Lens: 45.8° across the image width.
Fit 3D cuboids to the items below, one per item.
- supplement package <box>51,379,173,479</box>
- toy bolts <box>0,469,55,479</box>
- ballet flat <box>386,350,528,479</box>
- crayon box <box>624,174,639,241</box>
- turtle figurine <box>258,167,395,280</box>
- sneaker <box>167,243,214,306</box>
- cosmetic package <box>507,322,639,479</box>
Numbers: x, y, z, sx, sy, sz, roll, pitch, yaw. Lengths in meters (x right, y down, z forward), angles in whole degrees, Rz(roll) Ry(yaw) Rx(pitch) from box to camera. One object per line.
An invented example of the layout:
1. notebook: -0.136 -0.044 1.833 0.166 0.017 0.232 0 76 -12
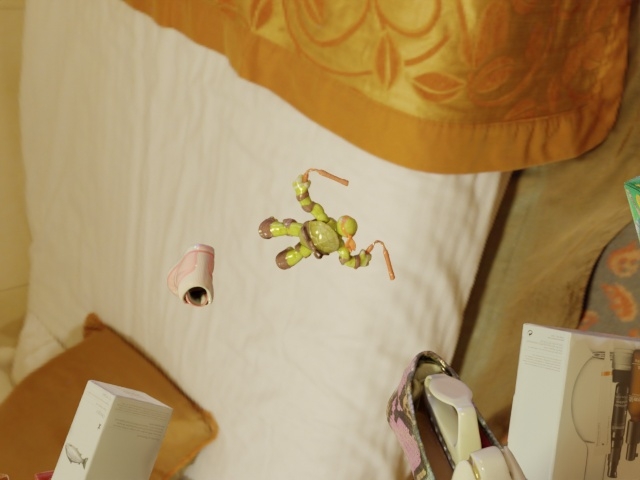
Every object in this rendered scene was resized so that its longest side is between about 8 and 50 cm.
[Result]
1. supplement package: -0.316 0.316 1.137 0.105 0.105 0.179 7 76 51
2. toy bolts: -0.571 0.527 1.424 0.218 0.229 0.158 -12 78 54
3. ballet flat: 0.103 0.156 0.532 0.221 0.077 0.079 -118 25 -57
4. crayon box: 0.772 -0.030 1.617 0.081 0.165 0.278 -118 3 -67
5. turtle figurine: 0.000 0.000 1.382 0.217 0.087 0.269 -15 125 42
6. sneaker: -0.171 0.063 0.992 0.134 0.051 0.070 130 143 -54
7. cosmetic package: 0.454 0.290 1.178 0.097 0.377 0.284 8 89 56
